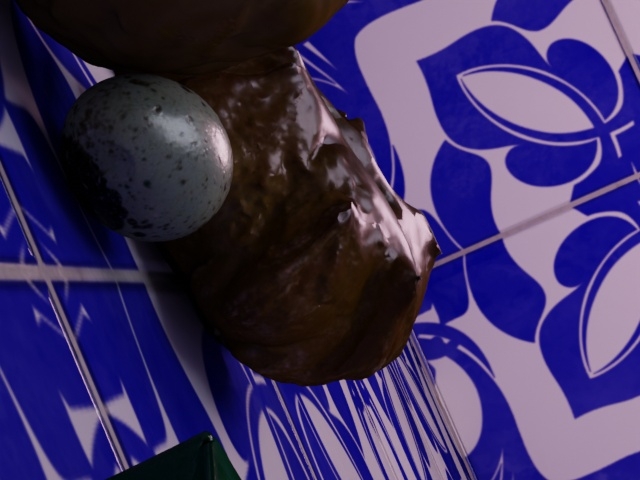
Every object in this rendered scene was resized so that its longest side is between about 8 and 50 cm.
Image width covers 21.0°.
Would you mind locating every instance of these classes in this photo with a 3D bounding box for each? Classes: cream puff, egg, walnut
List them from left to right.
[{"bbox_3d":[-0.092,-0.044,0.899,0.110,0.085,0.085,34,32,-65],"label":"egg"},{"bbox_3d":[-0.065,-0.200,0.903,0.257,0.257,0.225,20,70,-82],"label":"walnut"},{"bbox_3d":[-0.028,-0.010,1.081,0.241,0.155,0.269,62,11,16],"label":"cream puff"}]

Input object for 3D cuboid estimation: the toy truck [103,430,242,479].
[{"bbox_3d":[-0.045,0.148,0.642,0.079,0.065,0.147,61,7,-26],"label":"toy truck"}]
